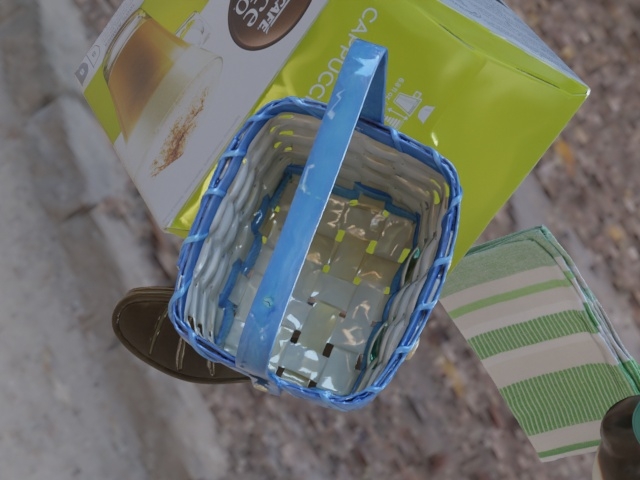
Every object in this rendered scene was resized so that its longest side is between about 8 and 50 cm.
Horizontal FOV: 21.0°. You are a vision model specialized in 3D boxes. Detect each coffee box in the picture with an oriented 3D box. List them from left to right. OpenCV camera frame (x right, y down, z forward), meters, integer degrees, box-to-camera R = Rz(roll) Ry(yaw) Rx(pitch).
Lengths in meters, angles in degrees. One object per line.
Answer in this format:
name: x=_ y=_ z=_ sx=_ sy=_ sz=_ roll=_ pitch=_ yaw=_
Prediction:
coffee box: x=0.004 y=-0.166 z=1.823 sx=0.338 sy=0.337 sz=0.334 roll=25 pitch=19 yaw=-36

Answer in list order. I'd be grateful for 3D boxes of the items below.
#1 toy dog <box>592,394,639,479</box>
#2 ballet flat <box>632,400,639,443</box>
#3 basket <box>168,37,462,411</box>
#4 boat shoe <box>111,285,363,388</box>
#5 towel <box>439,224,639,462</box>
toy dog: x=0.502 y=0.225 z=1.920 sx=0.284 sy=0.408 sz=0.395 roll=83 pitch=-19 yaw=-49
ballet flat: x=0.368 y=0.103 z=1.552 sx=0.096 sy=0.280 sz=0.095 roll=-12 pitch=62 yaw=-21
basket: x=0.000 y=0.000 z=1.334 sx=0.201 sy=0.254 sz=0.289 roll=20 pitch=-11 yaw=11
boat shoe: x=-0.101 y=0.111 z=2.094 sx=0.307 sy=0.110 sz=0.104 roll=14 pitch=25 yaw=-8
towel: x=0.293 y=0.142 z=2.267 sx=0.038 sy=0.248 sz=0.324 roll=-42 pitch=103 yaw=-39
